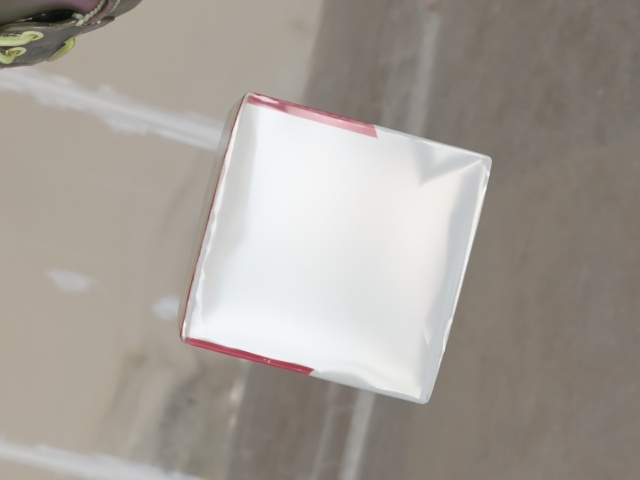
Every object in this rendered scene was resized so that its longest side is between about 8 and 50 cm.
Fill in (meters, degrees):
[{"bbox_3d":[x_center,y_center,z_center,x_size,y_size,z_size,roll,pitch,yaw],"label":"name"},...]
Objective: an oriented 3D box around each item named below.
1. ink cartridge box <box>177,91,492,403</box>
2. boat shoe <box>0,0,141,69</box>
[{"bbox_3d":[0.000,0.000,0.874,0.176,0.128,0.127,-158,82,-84],"label":"ink cartridge box"},{"bbox_3d":[-0.159,-0.133,0.841,0.091,0.109,0.305,-59,24,-9],"label":"boat shoe"}]
